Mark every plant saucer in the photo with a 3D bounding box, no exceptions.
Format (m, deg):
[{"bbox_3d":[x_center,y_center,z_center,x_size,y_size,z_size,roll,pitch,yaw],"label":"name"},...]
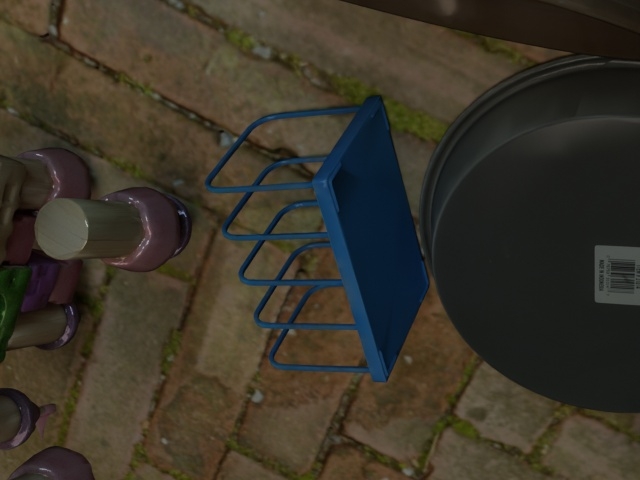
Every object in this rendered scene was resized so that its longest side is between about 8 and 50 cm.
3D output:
[{"bbox_3d":[0.064,-0.147,0.581,0.278,0.278,0.041,16,98,9],"label":"plant saucer"}]

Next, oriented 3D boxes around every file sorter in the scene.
[{"bbox_3d":[0.000,0.000,0.783,0.104,0.118,0.170,-2,123,25],"label":"file sorter"}]

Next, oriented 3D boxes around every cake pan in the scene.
[{"bbox_3d":[0.208,0.011,0.754,0.293,0.054,0.293,10,126,13],"label":"cake pan"}]

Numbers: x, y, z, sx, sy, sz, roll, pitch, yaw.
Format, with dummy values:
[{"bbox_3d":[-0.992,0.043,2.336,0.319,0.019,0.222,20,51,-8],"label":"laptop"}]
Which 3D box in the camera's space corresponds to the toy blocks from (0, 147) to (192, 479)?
[{"bbox_3d":[-0.273,0.048,0.870,0.309,0.260,0.289,21,97,16],"label":"toy blocks"}]
